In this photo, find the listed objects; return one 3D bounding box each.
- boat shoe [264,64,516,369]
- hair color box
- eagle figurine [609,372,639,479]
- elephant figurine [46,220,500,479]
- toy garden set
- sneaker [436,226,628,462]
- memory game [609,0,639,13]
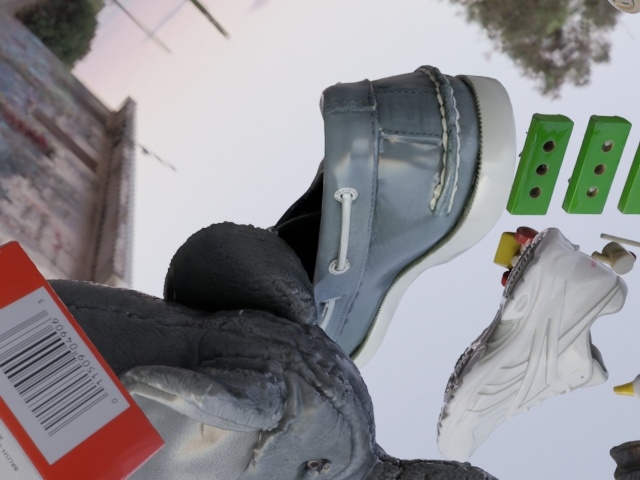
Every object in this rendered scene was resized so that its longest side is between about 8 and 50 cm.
[{"bbox_3d":[0.000,0.000,0.636,0.319,0.099,0.116,129,-40,-60],"label":"boat shoe"},{"bbox_3d":[-0.144,0.084,0.411,0.167,0.093,0.053,-38,178,39],"label":"hair color box"},{"bbox_3d":[0.343,0.116,0.875,0.225,0.226,0.298,-40,166,15],"label":"eagle figurine"},{"bbox_3d":[-0.053,0.076,0.550,0.239,0.186,0.169,-16,-111,19],"label":"elephant figurine"},{"bbox_3d":[0.305,-0.045,1.176,0.049,0.244,0.204,-119,-146,-54],"label":"toy garden set"},{"bbox_3d":[0.182,0.111,0.931,0.232,0.115,0.090,-62,177,23],"label":"sneaker"},{"bbox_3d":[0.231,-0.228,0.801,0.012,0.186,0.186,-50,-159,-15],"label":"memory game"}]
